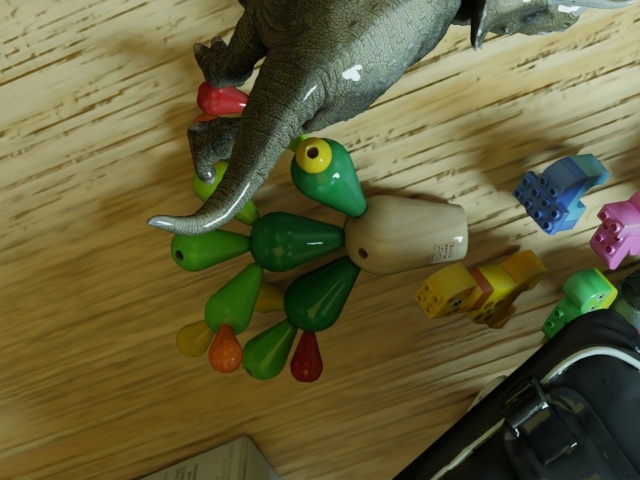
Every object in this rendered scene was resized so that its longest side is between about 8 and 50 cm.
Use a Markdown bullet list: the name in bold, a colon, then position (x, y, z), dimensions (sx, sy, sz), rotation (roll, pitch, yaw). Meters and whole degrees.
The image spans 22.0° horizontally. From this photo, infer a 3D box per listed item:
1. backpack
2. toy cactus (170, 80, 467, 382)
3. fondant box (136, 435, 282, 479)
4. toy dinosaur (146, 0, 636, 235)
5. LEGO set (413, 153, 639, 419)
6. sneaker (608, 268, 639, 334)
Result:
- **backpack**: position (0.168, 0.193, 0.934), dimensions (0.225, 0.191, 0.253), rotation (-44, 86, 11)
- **toy cactus**: position (0.000, 0.000, 0.998), dimensions (0.180, 0.112, 0.219), rotation (-3, 116, -7)
- **fondant box**: position (-0.136, 0.306, 1.208), dimensions (0.330, 0.096, 0.238), rotation (-24, 121, 19)
- **toy dinosaur**: position (0.011, -0.109, 0.853), dimensions (0.160, 0.313, 0.121), rotation (-30, 90, 45)
- **LEGO set**: position (0.120, 0.029, 0.992), dimensions (0.093, 0.087, 0.227), rotation (-9, 140, -43)
- **sneaker**: position (0.234, 0.133, 1.069), dimensions (0.125, 0.104, 0.262), rotation (-23, 120, 20)
